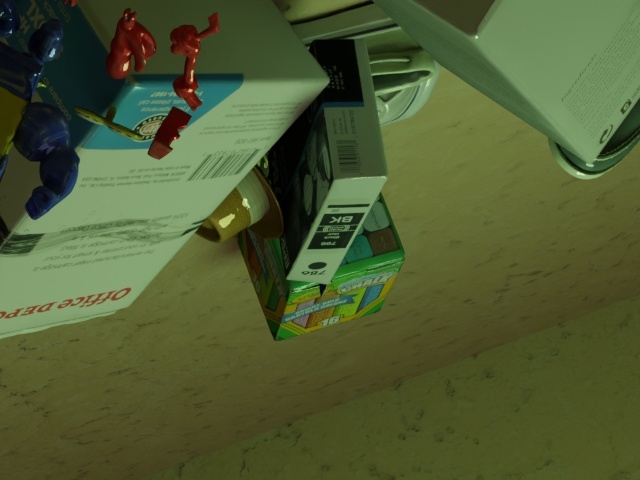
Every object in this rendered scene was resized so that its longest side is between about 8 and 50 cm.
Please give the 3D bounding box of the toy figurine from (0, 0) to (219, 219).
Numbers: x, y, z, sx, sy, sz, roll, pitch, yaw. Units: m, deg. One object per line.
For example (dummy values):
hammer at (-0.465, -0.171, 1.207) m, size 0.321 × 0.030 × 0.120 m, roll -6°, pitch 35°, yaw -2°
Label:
toy figurine at (-0.280, -0.127, 1.026) m, size 0.362 × 0.217 × 0.191 m, roll 31°, pitch 143°, yaw -9°

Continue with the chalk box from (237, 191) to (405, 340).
chalk box at (0.000, 0.000, 2.001) m, size 0.179 × 0.180 × 0.289 m, roll -16°, pitch 160°, yaw -13°

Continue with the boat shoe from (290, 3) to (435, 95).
boat shoe at (-0.015, -0.187, 1.587) m, size 0.302 × 0.094 × 0.109 m, roll -20°, pitch 161°, yaw -1°

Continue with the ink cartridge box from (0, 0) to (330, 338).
ink cartridge box at (-0.229, -0.085, 1.394) m, size 0.285 × 0.166 × 0.395 m, roll -9°, pitch 149°, yaw -53°

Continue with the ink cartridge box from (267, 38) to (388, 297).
ink cartridge box at (-0.003, -0.067, 1.537) m, size 0.065 × 0.165 × 0.333 m, roll -4°, pitch 156°, yaw -13°

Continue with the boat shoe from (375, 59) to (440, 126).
boat shoe at (0.059, -0.174, 1.708) m, size 0.076 × 0.083 × 0.226 m, roll -2°, pitch 159°, yaw -31°

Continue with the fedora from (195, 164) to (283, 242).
fedora at (-0.128, -0.060, 1.572) m, size 0.079 × 0.194 × 0.194 m, roll -43°, pitch 169°, yaw -21°

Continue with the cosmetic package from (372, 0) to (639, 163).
cosmetic package at (0.171, -0.244, 1.349) m, size 0.161 × 0.230 × 0.453 m, roll -55°, pitch 156°, yaw 5°

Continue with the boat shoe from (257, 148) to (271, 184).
boat shoe at (-0.097, -0.103, 1.774) m, size 0.068 × 0.081 × 0.228 m, roll -26°, pitch 168°, yaw 9°

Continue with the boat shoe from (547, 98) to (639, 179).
boat shoe at (0.365, -0.202, 1.591) m, size 0.319 × 0.116 × 0.099 m, roll -50°, pitch -177°, yaw -28°
